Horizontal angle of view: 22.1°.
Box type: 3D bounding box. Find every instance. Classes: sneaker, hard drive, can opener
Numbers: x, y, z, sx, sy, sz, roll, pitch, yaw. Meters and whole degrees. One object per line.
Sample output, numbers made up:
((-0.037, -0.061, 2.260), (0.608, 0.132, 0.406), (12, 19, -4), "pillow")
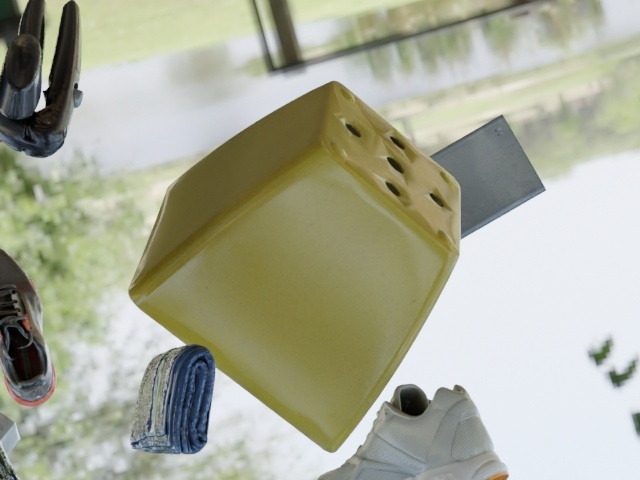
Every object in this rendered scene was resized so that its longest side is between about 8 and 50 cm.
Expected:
((0.082, 0.209, 1.663), (0.099, 0.121, 0.262), (-9, 171, -41), "sneaker")
((0.159, -0.060, 1.749), (0.135, 0.094, 0.022), (-30, 178, 3), "hard drive")
((-0.280, 0.072, 1.504), (0.061, 0.158, 0.065), (-22, 167, -13), "sneaker")
((-0.187, -0.118, 1.124), (0.059, 0.073, 0.186), (20, -149, -11), "can opener")

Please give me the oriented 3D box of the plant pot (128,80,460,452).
((0.000, 0.000, 1.325), (0.187, 0.212, 0.212), (-45, -165, 22), "plant pot")

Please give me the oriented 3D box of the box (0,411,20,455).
((-0.415, 0.231, 1.886), (0.102, 0.101, 0.087), (-54, 173, -21), "box")

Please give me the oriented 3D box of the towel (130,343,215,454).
((-0.091, 0.098, 1.010), (0.029, 0.067, 0.119), (10, 171, -14), "towel")

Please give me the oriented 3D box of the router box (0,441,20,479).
((-0.254, 0.133, 0.984), (0.122, 0.092, 0.038), (-30, 167, 6), "router box")
